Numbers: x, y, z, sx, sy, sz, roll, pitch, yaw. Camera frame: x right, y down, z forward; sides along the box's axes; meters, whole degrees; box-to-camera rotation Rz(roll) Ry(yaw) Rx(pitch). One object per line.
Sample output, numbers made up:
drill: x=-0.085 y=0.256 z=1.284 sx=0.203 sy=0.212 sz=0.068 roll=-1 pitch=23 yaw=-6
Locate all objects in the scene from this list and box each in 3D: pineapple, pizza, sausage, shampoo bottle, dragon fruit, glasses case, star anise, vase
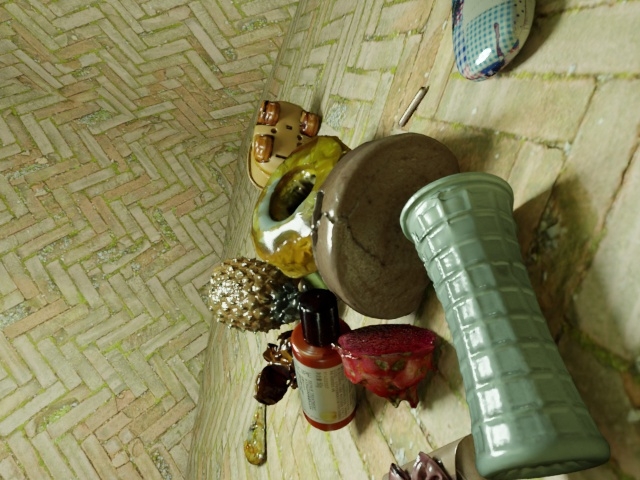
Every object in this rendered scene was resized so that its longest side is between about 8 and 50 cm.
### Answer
pineapple: x=-0.113 y=0.146 z=1.087 sx=0.362 sy=0.202 sz=0.201 roll=4 pitch=80 yaw=37
pizza: x=-0.190 y=0.578 z=1.317 sx=0.185 sy=0.036 sz=0.175 roll=172 pitch=111 yaw=-69
sausage: x=0.181 y=-0.264 z=0.874 sx=0.100 sy=0.015 sz=0.015 roll=122 pitch=154 yaw=-43
shampoo bottle: x=0.007 y=0.202 z=0.756 sx=0.104 sy=0.105 sz=0.277 roll=-107 pitch=10 yaw=-56
dragon fruit: x=0.096 y=0.193 z=0.650 sx=0.153 sy=0.153 sz=0.110 roll=-178 pitch=83 yaw=-71
glasses case: x=0.133 y=0.315 z=0.539 sx=0.193 sy=0.070 sz=0.102 roll=123 pitch=152 yaw=-44
star anise: x=-0.084 y=0.309 z=1.058 sx=0.190 sy=0.125 sz=0.220 roll=-28 pitch=20 yaw=29
vase: x=0.181 y=0.082 z=0.470 sx=0.143 sy=0.143 sz=0.298 roll=124 pitch=150 yaw=-46
glasses case: x=0.255 y=-0.390 z=0.658 sx=0.125 sy=0.076 sz=0.327 roll=144 pitch=136 yaw=-63

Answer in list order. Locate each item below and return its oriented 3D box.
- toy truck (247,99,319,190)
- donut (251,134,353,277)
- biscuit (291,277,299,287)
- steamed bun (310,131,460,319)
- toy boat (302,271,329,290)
toy truck: x=-0.135 y=-0.323 z=1.513 sx=0.212 sy=0.205 sz=0.287 roll=149 pitch=130 yaw=-67
donut: x=-0.025 y=-0.078 z=0.986 sx=0.330 sy=0.160 sz=0.329 roll=-17 pitch=61 yaw=34
biscuit: x=-0.067 y=0.025 z=1.217 sx=0.165 sy=0.036 sz=0.249 roll=-79 pitch=-8 yaw=-70
steamed bun: x=0.073 y=-0.031 z=0.738 sx=0.251 sy=0.199 sz=0.300 roll=-150 pitch=74 yaw=-70
toy boat: x=-0.006 y=0.000 z=1.118 sx=0.111 sy=0.084 sz=0.276 roll=153 pitch=129 yaw=-63
